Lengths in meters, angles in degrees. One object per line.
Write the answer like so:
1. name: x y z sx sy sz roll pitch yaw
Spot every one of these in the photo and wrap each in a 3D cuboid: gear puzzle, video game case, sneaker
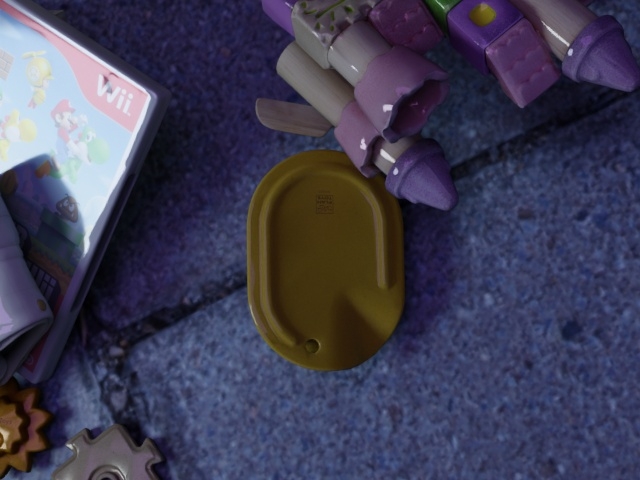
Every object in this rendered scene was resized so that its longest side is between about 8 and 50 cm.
1. gear puzzle: -0.189 0.246 1.477 0.175 0.044 0.339 -38 73 6
2. video game case: -0.257 -0.050 1.504 0.204 0.025 0.285 34 113 18
3. sneaker: -0.352 0.081 1.504 0.292 0.108 0.169 -31 82 28

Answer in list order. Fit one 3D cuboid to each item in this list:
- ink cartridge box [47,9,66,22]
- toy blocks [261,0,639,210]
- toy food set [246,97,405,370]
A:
1. ink cartridge box: -0.286 -0.143 1.552 0.135 0.056 0.099 -1 107 14
2. toy blocks: 0.126 -0.184 1.308 0.288 0.309 0.260 -39 65 -12
3. toy food set: 0.000 0.000 1.469 0.128 0.071 0.218 2 81 -9
